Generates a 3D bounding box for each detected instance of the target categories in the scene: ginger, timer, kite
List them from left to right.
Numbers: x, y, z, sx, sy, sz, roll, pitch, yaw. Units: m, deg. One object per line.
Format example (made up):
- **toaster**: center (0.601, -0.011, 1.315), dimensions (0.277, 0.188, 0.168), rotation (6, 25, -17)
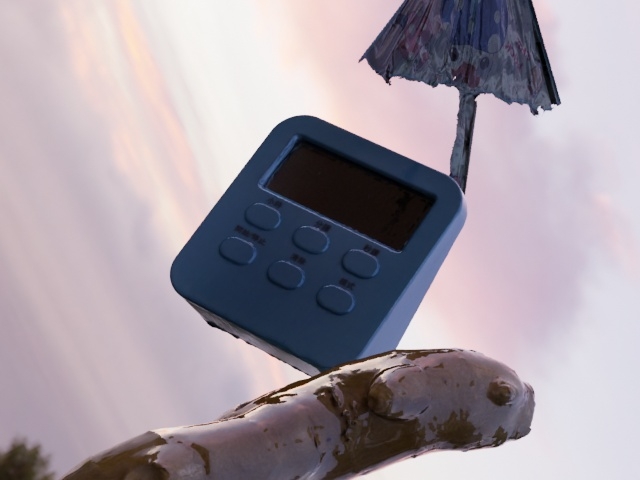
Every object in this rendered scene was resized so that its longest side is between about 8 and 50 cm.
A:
- **ginger**: center (-0.033, 0.164, 1.120), dimensions (0.363, 0.348, 0.122), rotation (4, 64, -61)
- **timer**: center (0.000, 0.000, 1.410), dimensions (0.231, 0.250, 0.091), rotation (24, -14, 22)
- **kite**: center (0.159, -0.197, 1.475), dimensions (0.014, 0.406, 0.368), rotation (9, -86, 38)
